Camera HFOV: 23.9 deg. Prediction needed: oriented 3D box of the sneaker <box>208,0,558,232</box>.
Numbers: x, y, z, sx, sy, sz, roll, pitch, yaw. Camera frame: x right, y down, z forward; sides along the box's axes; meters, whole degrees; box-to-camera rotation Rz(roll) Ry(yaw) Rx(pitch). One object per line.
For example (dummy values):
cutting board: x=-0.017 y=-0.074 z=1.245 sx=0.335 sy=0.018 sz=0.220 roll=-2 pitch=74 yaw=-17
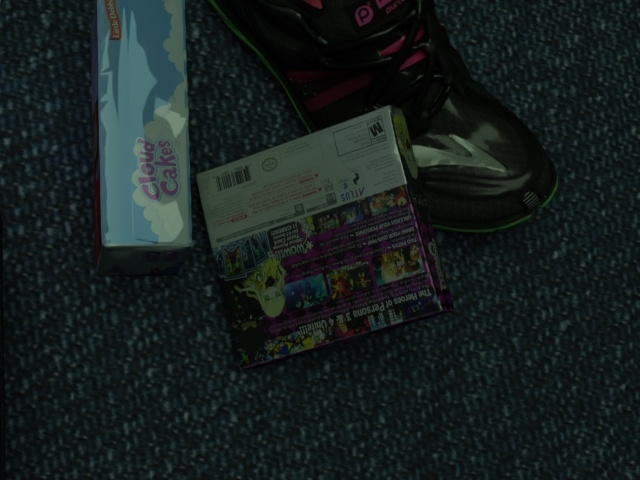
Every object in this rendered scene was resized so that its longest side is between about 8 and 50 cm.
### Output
sneaker: x=0.049 y=-0.192 z=1.539 sx=0.483 sy=0.202 sz=0.185 roll=43 pitch=74 yaw=0

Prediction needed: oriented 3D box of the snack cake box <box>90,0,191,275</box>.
snack cake box: x=-0.180 y=-0.107 z=1.499 sx=0.089 sy=0.152 sz=0.264 roll=0 pitch=78 yaw=-12

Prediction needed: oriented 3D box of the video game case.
video game case: x=0.000 y=0.000 z=1.503 sx=0.232 sy=0.042 sz=0.210 roll=-19 pitch=79 yaw=25

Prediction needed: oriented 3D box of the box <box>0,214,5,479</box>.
box: x=-0.432 y=0.181 z=1.353 sx=0.293 sy=0.212 sz=0.395 roll=0 pitch=77 yaw=-12
